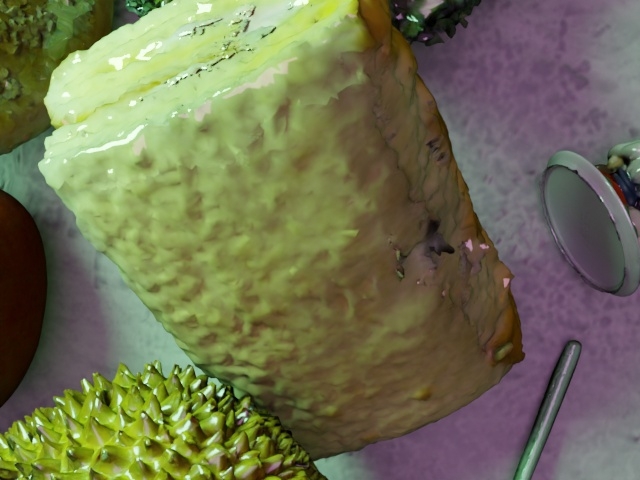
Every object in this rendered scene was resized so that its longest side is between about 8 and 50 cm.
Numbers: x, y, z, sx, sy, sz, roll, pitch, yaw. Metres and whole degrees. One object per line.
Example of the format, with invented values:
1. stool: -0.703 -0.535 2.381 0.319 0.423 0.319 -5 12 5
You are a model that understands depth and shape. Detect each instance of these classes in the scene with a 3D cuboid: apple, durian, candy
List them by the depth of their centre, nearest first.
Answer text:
1. durian: -0.123 0.207 0.622 0.293 0.258 0.258 15 92 44
2. apple: -0.327 0.053 0.780 0.234 0.234 0.234 0 90 4
3. candy: 0.156 0.234 0.830 0.097 0.097 0.323 22 84 4

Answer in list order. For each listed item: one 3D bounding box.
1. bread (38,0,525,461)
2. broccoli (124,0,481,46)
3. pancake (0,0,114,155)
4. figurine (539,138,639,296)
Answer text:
1. bread: 0.000 0.000 0.698 0.236 0.165 0.375 -22 133 8
2. broccoli: -0.043 -0.314 0.701 0.353 0.275 0.397 -45 129 -22
3. pancake: -0.325 -0.231 0.738 0.387 0.082 0.387 7 79 -38
4. figurine: 0.276 -0.038 0.799 0.153 0.132 0.132 -25 89 -10
